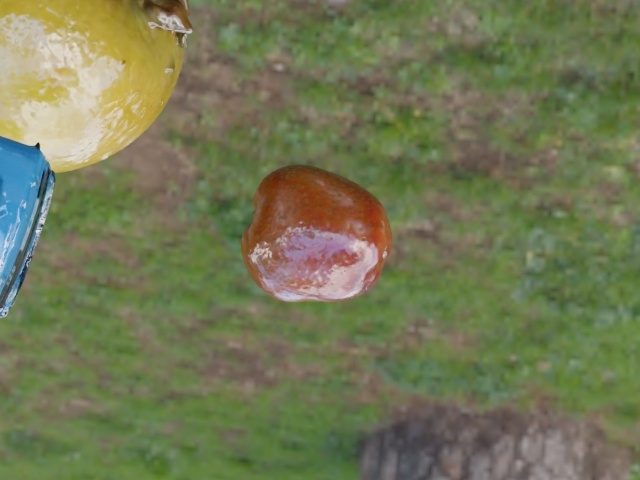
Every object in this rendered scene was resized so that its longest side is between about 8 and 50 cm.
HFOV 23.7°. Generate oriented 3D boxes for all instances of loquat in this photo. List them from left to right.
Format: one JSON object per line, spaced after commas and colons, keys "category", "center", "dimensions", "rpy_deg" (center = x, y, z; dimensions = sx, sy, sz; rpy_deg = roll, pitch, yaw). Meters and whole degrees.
{"category": "loquat", "center": [-0.252, -0.192, 1.432], "dimensions": [0.275, 0.275, 0.275], "rpy_deg": [6, 158, 3]}

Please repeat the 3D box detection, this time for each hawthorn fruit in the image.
{"category": "hawthorn fruit", "center": [0.000, 0.000, 1.417], "dimensions": [0.138, 0.133, 0.133], "rpy_deg": [16, 163, 24]}

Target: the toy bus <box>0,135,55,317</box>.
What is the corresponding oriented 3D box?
{"category": "toy bus", "center": [-0.224, -0.028, 0.734], "dimensions": [0.185, 0.090, 0.106], "rpy_deg": [19, 172, -12]}
